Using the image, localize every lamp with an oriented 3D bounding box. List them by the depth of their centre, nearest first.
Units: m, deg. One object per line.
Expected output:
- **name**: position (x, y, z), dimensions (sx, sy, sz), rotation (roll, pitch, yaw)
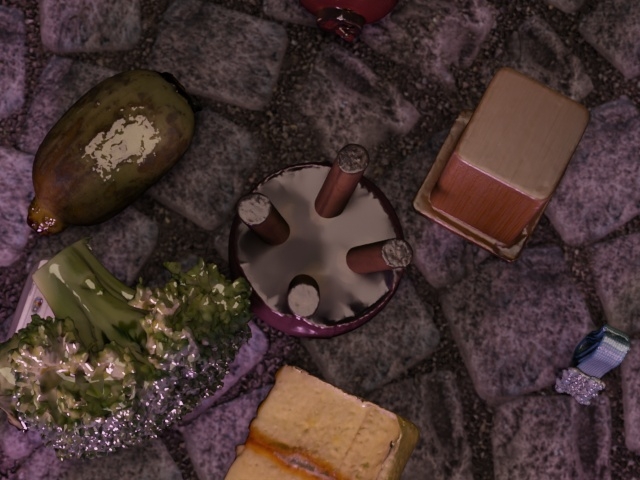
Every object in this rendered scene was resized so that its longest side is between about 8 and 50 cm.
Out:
- **lamp**: position (0.048, -0.433, 1.990), dimensions (0.180, 0.180, 0.258), rotation (11, 78, -2)

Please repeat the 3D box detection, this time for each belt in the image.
- **belt**: position (0.400, 0.176, 1.910), dimensions (0.065, 0.179, 0.100), rotation (29, 78, 6)

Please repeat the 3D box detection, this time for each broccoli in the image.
- **broccoli**: position (-0.277, 0.156, 1.811), dimensions (0.317, 0.277, 0.339), rotation (24, 81, -2)

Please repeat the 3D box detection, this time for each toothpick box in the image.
- **toothpick box**: position (0.265, -0.112, 1.887), dimensions (0.190, 0.308, 0.187), rotation (30, 79, 3)

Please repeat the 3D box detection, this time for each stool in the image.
- **stool**: position (0.000, 0.000, 1.911), dimensions (0.272, 0.178, 0.272), rotation (1, 79, -5)

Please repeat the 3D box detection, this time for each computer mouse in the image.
- **computer mouse**: position (-0.403, 0.123, 1.927), dimensions (0.102, 0.045, 0.199), rotation (17, 80, -2)

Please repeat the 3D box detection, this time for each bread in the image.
- **bread**: position (-0.013, 0.328, 1.855), dimensions (0.236, 0.198, 0.263), rotation (25, 81, 7)

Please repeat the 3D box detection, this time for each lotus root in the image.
- **lotus root**: position (-0.312, -0.123, 1.927), dimensions (0.309, 0.173, 0.173), rotation (-44, 86, -3)
